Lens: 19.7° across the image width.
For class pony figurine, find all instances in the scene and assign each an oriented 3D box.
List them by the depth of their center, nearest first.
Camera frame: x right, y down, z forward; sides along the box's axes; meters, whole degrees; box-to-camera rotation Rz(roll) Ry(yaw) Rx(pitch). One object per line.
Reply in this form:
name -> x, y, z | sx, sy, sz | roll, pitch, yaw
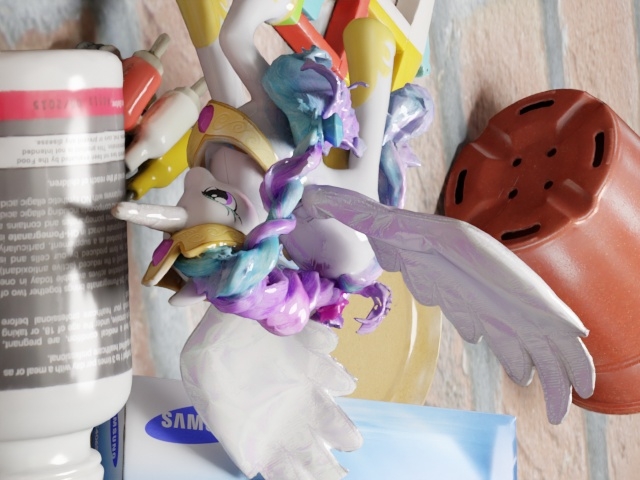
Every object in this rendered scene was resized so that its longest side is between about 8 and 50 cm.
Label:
pony figurine -> -0.004, -0.010, 1.334 | 0.351, 0.303, 0.363 | 44, 32, -29

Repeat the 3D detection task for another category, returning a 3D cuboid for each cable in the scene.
cable -> -0.171, -0.036, 1.378 | 0.287, 0.072, 0.139 | -64, 143, -33

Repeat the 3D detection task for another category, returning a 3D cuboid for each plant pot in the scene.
plant pot -> 0.043, 0.079, 1.744 | 0.236, 0.032, 0.236 | -3, 94, -55
plant pot -> 0.278, -0.001, 1.910 | 0.265, 0.272, 0.272 | 43, 56, -38

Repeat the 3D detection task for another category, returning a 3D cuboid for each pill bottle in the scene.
pill bottle -> -0.214, 0.034, 1.227 | 0.176, 0.176, 0.318 | -8, 98, -56

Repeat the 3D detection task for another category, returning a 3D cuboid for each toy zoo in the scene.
toy zoo -> 0.033, -0.234, 1.713 | 0.293, 0.030, 0.192 | 45, 55, -47

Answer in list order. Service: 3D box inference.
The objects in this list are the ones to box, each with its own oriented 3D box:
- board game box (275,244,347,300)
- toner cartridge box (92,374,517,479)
board game box -> 0.000, 0.000, 1.644 | 0.090, 0.020, 0.090 | 34, 58, -13
toner cartridge box -> -0.007, 0.209, 1.465 | 0.348, 0.075, 0.165 | 8, 71, -25
